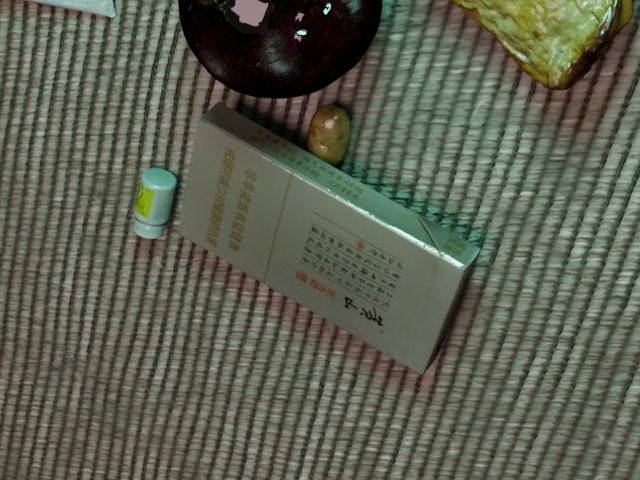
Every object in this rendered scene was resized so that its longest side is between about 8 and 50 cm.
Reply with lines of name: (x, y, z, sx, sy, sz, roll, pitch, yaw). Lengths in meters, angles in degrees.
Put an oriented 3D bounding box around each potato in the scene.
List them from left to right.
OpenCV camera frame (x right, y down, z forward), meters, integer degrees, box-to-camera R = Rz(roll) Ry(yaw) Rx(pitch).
potato: (0.010, -0.123, 1.930, 0.051, 0.040, 0.083, 20, 125, 8)

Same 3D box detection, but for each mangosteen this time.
mangosteen: (-0.056, -0.275, 1.801, 0.265, 0.228, 0.228, 45, 139, 52)

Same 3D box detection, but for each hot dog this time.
hot dog: (0.206, -0.285, 1.698, 0.259, 0.114, 0.175, 44, 131, 6)

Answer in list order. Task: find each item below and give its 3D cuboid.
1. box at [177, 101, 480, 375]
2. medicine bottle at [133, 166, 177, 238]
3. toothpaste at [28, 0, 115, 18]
box: (0.001, 0.000, 1.968, 0.365, 0.051, 0.204, 30, 137, 14)
medicine bottle: (-0.213, -0.047, 2.088, 0.047, 0.047, 0.083, 27, 123, 15)
toothpaste: (-0.354, -0.315, 2.045, 0.218, 0.033, 0.052, 11, 123, 21)
